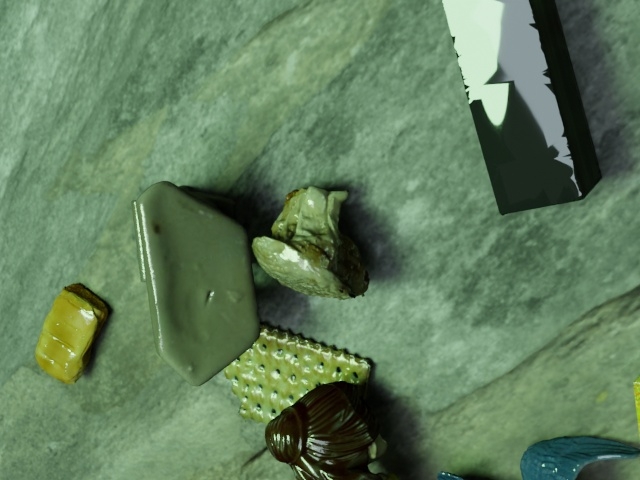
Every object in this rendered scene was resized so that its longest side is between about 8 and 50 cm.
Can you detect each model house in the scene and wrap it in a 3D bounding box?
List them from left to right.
[{"bbox_3d":[-0.143,0.030,1.231,0.122,0.188,0.229,-11,103,-9],"label":"model house"}]

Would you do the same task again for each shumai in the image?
[{"bbox_3d":[-0.003,-0.002,1.184,0.145,0.145,0.116,19,79,20],"label":"shumai"}]

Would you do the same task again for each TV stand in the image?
[{"bbox_3d":[0.185,-0.168,1.035,0.088,0.083,0.270,-11,102,31],"label":"TV stand"}]

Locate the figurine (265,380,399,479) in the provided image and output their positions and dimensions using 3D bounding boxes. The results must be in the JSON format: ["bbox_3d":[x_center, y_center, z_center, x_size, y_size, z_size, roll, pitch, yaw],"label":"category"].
[{"bbox_3d":[0.067,0.307,1.237,0.168,0.187,0.315,-25,91,-4],"label":"figurine"}]

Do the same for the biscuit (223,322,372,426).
[{"bbox_3d":[-0.036,0.175,1.315,0.203,0.016,0.144,14,114,21],"label":"biscuit"}]

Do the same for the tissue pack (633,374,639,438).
[{"bbox_3d":[0.376,0.213,1.084,0.095,0.062,0.176,2,109,37],"label":"tissue pack"}]

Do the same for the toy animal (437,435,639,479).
[{"bbox_3d":[0.232,0.310,1.150,0.176,0.239,0.255,27,167,-14],"label":"toy animal"}]

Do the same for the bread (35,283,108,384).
[{"bbox_3d":[-0.327,0.123,1.422,0.074,0.053,0.132,35,119,11],"label":"bread"}]
